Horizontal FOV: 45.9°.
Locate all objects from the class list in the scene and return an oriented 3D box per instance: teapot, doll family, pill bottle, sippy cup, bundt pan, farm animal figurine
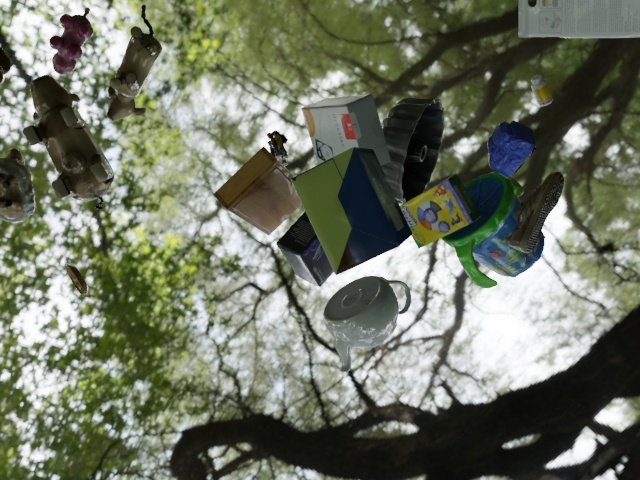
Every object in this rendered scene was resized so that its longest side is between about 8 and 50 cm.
[{"bbox_3d":[0.147,0.240,2.317,0.187,0.256,0.252,55,-159,-23],"label":"teapot"},{"bbox_3d":[-0.150,-0.327,2.633,0.076,0.193,0.111,-19,-99,-13],"label":"doll family"},{"bbox_3d":[0.617,-0.421,2.117,0.083,0.043,0.043,59,-161,-26],"label":"pill bottle"},{"bbox_3d":[0.477,-0.024,2.039,0.224,0.305,0.240,39,180,-22],"label":"sippy cup"},{"bbox_3d":[0.254,-0.275,2.262,0.124,0.331,0.331,18,-157,24],"label":"bundt pan"},{"bbox_3d":[-0.418,-0.212,1.284,0.330,0.327,0.172,-9,-171,-6],"label":"farm animal figurine"}]

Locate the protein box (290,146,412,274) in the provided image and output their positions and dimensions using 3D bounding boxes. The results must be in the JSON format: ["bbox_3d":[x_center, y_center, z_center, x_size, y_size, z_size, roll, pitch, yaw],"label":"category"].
[{"bbox_3d":[0.067,-0.062,1.458,0.200,0.136,0.201,65,-165,0],"label":"protein box"}]

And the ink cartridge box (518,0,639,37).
[{"bbox_3d":[0.471,-0.458,1.340,0.232,0.189,0.066,14,-153,42],"label":"ink cartridge box"}]

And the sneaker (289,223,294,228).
[{"bbox_3d":[0.049,0.032,2.427,0.315,0.182,0.127,-1,-140,-7],"label":"sneaker"}]

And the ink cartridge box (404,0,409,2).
[{"bbox_3d":[0.232,-0.634,1.727,0.063,0.150,0.109,27,-133,-46],"label":"ink cartridge box"}]

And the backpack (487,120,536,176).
[{"bbox_3d":[0.464,-0.228,1.880,0.101,0.120,0.098,24,-142,-5],"label":"backpack"}]

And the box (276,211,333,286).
[{"bbox_3d":[0.000,0.000,2.134,0.108,0.207,0.153,25,157,41],"label":"box"}]

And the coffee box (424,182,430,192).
[{"bbox_3d":[0.241,-0.216,2.578,0.246,0.141,0.098,-5,173,-2],"label":"coffee box"}]

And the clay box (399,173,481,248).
[{"bbox_3d":[0.291,-0.067,1.957,0.053,0.222,0.127,-30,-90,-46],"label":"clay box"}]

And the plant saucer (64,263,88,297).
[{"bbox_3d":[-0.506,0.081,1.578,0.015,0.083,0.083,-32,-116,-26],"label":"plant saucer"}]

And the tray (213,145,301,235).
[{"bbox_3d":[-0.167,-0.141,2.357,0.076,0.203,0.411,47,-177,17],"label":"tray"}]

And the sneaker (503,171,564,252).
[{"bbox_3d":[0.457,-0.069,1.636,0.071,0.188,0.066,27,-179,41],"label":"sneaker"}]

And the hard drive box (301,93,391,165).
[{"bbox_3d":[0.064,-0.281,1.986,0.089,0.181,0.232,-26,-162,-26],"label":"hard drive box"}]
